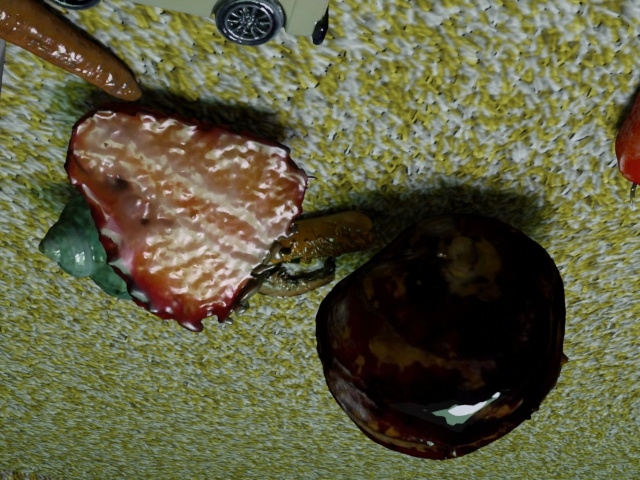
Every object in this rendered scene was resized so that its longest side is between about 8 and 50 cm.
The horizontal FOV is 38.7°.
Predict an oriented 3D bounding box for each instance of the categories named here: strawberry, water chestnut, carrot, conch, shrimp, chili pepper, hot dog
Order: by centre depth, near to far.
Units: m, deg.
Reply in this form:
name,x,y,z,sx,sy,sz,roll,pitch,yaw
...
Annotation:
name,x,y,z,sx,sy,sz,roll,pitch,yaw
carrot,-0.262,-0.199,0.936,0.057,0.057,0.224,-22,146,33
chili pepper,0.383,-0.102,1.043,0.084,0.086,0.192,-21,145,-19
strawberry,-0.172,-0.035,1.102,0.280,0.150,0.253,14,107,-13
conch,-0.281,0.009,1.222,0.176,0.122,0.188,7,156,43
water chestnut,0.163,0.141,1.227,0.335,0.335,0.347,-2,151,5
hot dog,0.000,0.000,1.258,0.188,0.055,0.072,-10,146,20
shrimp,-0.054,0.041,1.345,0.148,0.035,0.195,-12,154,26

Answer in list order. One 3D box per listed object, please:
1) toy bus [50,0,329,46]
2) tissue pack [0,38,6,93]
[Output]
name,x,y,z,sx,sy,sz,roll,pitch,yaw
toy bus,-0.126,-0.277,0.703,0.305,0.143,0.179,9,146,-12
tissue pack,-0.443,-0.119,0.990,0.159,0.136,0.246,12,148,-17
